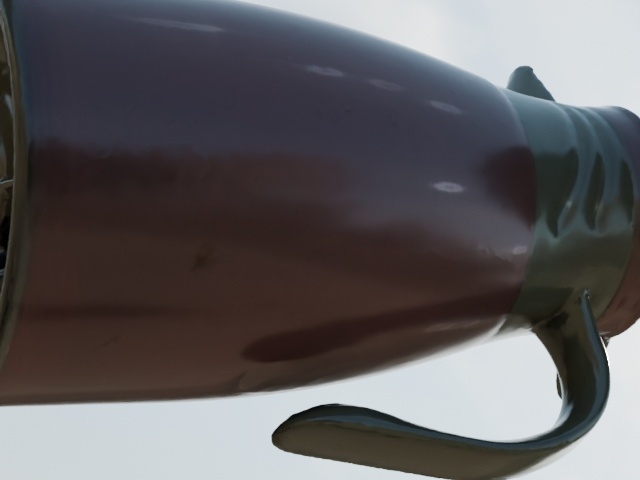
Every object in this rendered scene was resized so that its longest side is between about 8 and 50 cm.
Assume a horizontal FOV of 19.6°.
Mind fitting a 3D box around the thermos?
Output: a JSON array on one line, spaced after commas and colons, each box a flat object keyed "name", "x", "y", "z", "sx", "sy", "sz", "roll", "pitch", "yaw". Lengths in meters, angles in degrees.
[{"name": "thermos", "x": 0.000, "y": 0.000, "z": 0.654, "sx": 0.265, "sy": 0.176, "sz": 0.146, "roll": 4, "pitch": -31, "yaw": -25}]
